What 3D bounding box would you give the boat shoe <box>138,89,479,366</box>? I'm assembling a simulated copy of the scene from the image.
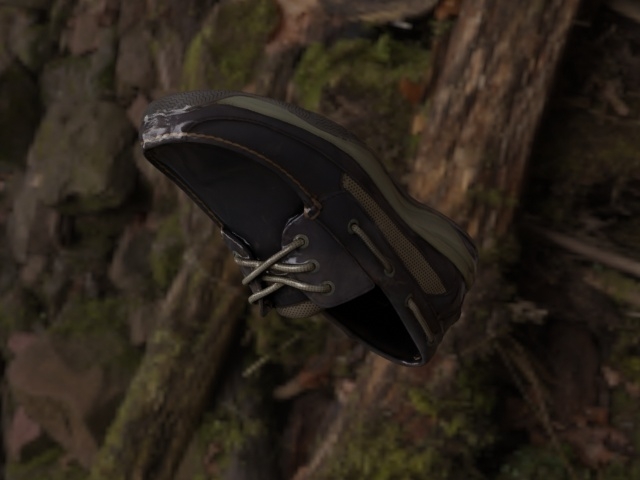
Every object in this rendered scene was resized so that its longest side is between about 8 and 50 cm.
[{"bbox_3d":[0.000,0.000,1.065,0.132,0.355,0.130,-15,54,46],"label":"boat shoe"}]
